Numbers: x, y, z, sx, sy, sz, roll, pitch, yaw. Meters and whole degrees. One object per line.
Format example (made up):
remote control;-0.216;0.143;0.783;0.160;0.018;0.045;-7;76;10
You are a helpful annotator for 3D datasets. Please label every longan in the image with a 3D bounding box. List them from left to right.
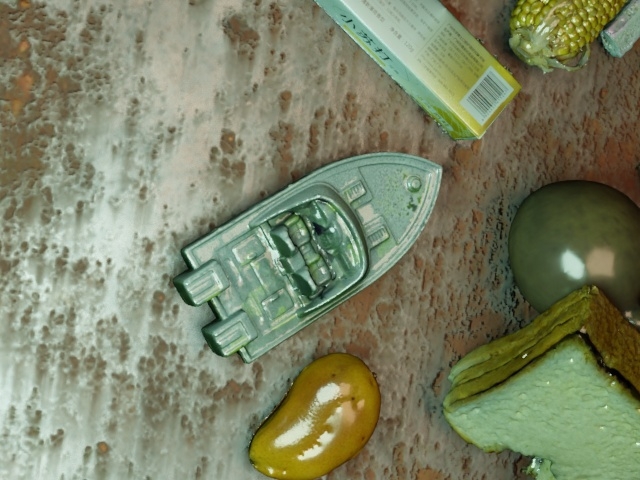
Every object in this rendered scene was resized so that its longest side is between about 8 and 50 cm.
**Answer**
longan;0.299;0.027;1.597;0.159;0.204;0.185;-43;147;21

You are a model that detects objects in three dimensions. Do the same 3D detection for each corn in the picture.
corn;0.324;-0.313;1.638;0.106;0.106;0.293;44;78;-15

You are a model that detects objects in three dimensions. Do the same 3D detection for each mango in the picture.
mango;-0.001;0.195;1.555;0.105;0.084;0.159;45;96;1

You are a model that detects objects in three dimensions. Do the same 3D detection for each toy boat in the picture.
toy boat;0.000;0.000;1.543;0.319;0.092;0.141;-32;104;-16

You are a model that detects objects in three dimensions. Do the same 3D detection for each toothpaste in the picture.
toothpaste;0.080;-0.242;1.574;0.313;0.071;0.089;43;81;-16

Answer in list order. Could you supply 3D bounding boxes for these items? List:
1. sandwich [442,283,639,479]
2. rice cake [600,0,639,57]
sandwich;0.292;0.200;1.581;0.273;0.249;0.095;40;43;-17
rice cake;0.402;-0.301;1.700;0.043;0.034;0.211;46;78;-18
